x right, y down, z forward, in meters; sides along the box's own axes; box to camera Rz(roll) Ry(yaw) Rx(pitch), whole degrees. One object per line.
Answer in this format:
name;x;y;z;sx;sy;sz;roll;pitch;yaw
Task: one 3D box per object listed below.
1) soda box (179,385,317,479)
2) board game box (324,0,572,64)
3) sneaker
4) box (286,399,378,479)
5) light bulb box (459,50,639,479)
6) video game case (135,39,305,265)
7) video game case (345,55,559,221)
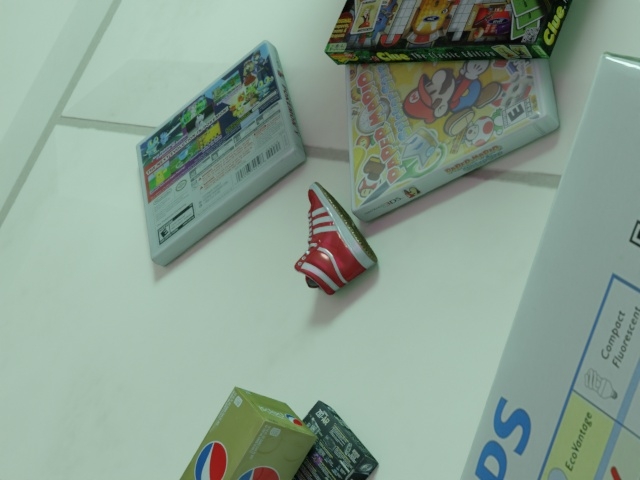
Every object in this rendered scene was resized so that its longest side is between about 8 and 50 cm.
soda box;-0.081;0.215;1.070;0.181;0.061;0.058;-60;39;7
board game box;0.123;-0.226;1.191;0.260;0.030;0.136;6;65;46
sneaker;0.000;0.000;1.178;0.067;0.042;0.118;-42;43;10
box;0.002;0.181;1.067;0.067;0.018;0.083;-51;40;4
light bulb box;0.267;0.139;0.585;0.361;0.225;0.357;38;118;50
video game case;-0.110;-0.093;1.368;0.201;0.023;0.183;-36;43;22
video game case;0.111;-0.149;1.188;0.206;0.026;0.227;-26;47;30
